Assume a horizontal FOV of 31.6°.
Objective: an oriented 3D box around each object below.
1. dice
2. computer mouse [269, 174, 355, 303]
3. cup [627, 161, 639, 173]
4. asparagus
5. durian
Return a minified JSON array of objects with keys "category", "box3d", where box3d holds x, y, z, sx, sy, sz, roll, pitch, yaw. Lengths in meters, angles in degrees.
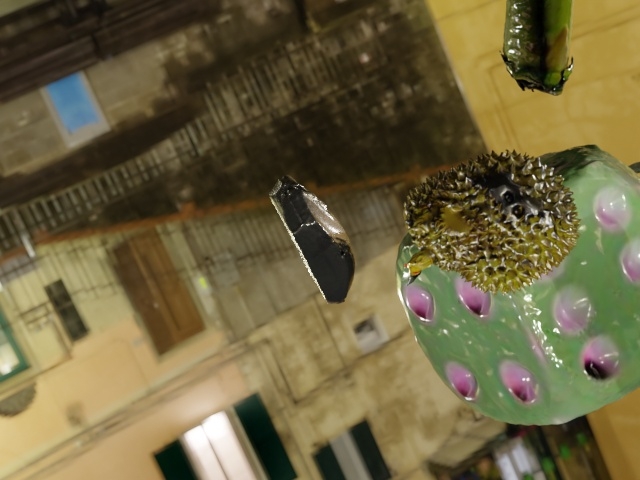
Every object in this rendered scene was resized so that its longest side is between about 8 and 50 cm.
[{"category":"dice","box3d":[0.330,0.064,1.670,0.318,0.322,0.330,-33,-171,-27]},{"category":"computer mouse","box3d":[0.000,0.000,1.581,0.073,0.217,0.122,-31,-137,-3]},{"category":"cup","box3d":[0.520,-0.006,1.910,0.234,0.258,0.186,-4,-161,25]},{"category":"asparagus","box3d":[0.373,-0.427,1.913,0.128,0.382,0.108,16,-138,26]},{"category":"durian","box3d":[0.206,-0.030,1.365,0.237,0.193,0.138,-29,162,-31]}]
